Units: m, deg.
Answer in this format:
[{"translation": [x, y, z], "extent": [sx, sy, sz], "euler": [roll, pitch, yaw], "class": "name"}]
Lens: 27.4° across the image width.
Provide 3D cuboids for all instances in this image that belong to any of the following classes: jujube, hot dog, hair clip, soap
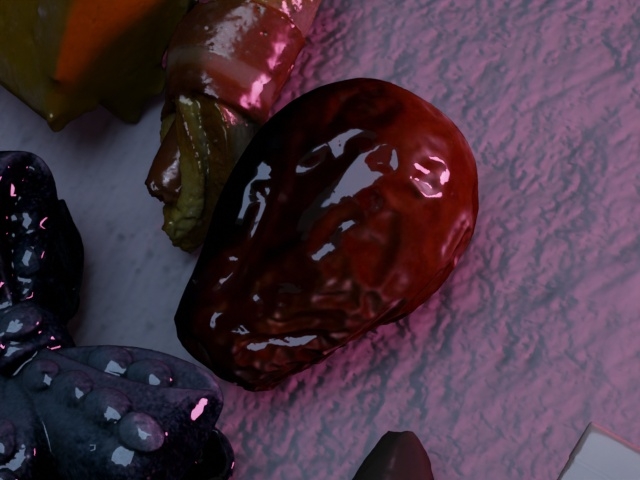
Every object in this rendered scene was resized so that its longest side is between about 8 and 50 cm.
[{"translation": [0.000, 0.000, 0.897], "extent": [0.168, 0.168, 0.236], "euler": [41, 84, 26], "class": "jujube"}, {"translation": [-0.074, -0.125, 0.988], "extent": [0.093, 0.123, 0.261], "euler": [25, 71, -4], "class": "hot dog"}, {"translation": [-0.210, 0.095, 0.891], "extent": [0.206, 0.194, 0.310], "euler": [-31, 59, -17], "class": "hair clip"}, {"translation": [-0.223, -0.263, 1.025], "extent": [0.281, 0.143, 0.259], "euler": [37, 118, 28], "class": "soap"}]

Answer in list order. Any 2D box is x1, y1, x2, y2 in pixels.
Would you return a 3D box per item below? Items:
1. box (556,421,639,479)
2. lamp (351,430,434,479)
[{"translation": [0.201, 0.182, 0.735], "extent": [0.141, 0.201, 0.058], "euler": [28, 77, 24], "class": "box"}, {"translation": [0.034, 0.236, 0.802], "extent": [0.101, 0.101, 0.250], "euler": [4, 59, 14], "class": "lamp"}]
